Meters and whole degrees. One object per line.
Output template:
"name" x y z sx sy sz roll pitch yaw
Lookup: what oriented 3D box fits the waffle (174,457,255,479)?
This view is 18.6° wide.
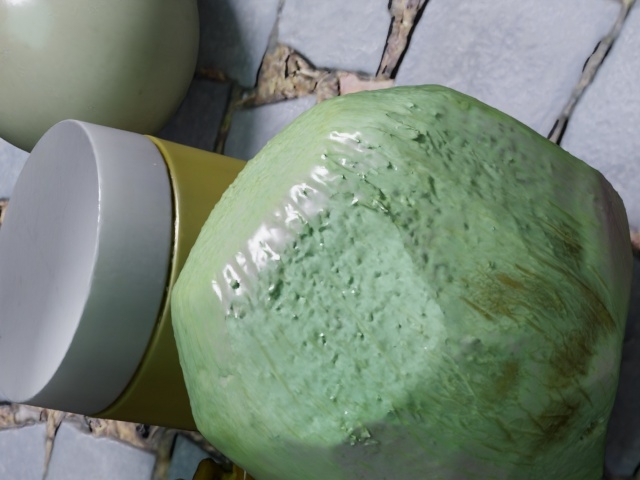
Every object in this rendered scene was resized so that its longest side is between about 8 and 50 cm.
"waffle" -0.035 0.290 1.480 0.325 0.068 0.302 47 110 33

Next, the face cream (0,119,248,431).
"face cream" -0.131 0.032 1.497 0.218 0.179 0.218 -33 51 53

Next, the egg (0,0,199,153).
"egg" -0.211 -0.184 1.625 0.219 0.219 0.269 -36 45 27

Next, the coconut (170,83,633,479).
"coconut" 0.072 0.064 1.312 0.281 0.328 0.329 169 109 -67
